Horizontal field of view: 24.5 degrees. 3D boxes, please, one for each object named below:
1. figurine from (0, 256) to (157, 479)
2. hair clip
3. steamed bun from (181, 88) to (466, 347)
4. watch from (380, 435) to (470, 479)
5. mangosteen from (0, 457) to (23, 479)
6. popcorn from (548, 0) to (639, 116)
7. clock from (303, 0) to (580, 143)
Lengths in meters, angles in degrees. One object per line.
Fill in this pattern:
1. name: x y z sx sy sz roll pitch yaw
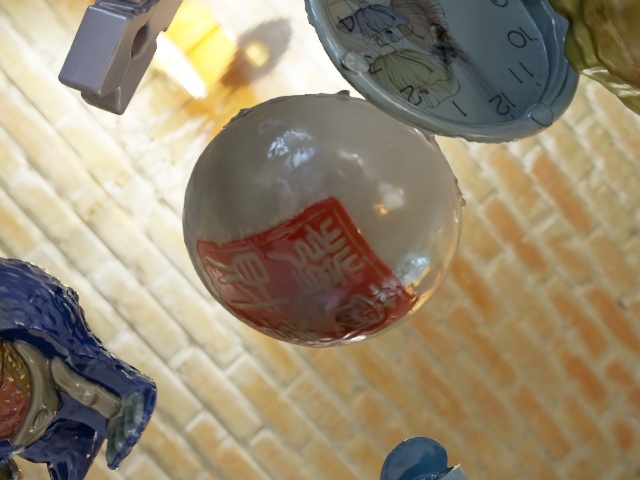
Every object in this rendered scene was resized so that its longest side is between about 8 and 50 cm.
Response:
1. figurine: -0.219 0.054 0.840 0.262 0.164 0.121 39 37 -33
2. hair clip: -0.200 -0.311 1.728 0.085 0.331 0.101 19 -10 20
3. steamed bun: 0.000 0.000 1.908 0.374 0.374 0.241 55 31 -46
4. watch: 0.133 0.380 1.953 0.211 0.211 0.193 46 12 9
5. mangosteen: -0.275 0.290 1.164 0.211 0.250 0.211 6 -4 0
6. popcorn: 0.280 -0.182 1.069 0.286 0.215 0.252 18 69 -67
7. clock: 0.089 -0.163 1.146 0.236 0.236 0.053 46 -39 7
